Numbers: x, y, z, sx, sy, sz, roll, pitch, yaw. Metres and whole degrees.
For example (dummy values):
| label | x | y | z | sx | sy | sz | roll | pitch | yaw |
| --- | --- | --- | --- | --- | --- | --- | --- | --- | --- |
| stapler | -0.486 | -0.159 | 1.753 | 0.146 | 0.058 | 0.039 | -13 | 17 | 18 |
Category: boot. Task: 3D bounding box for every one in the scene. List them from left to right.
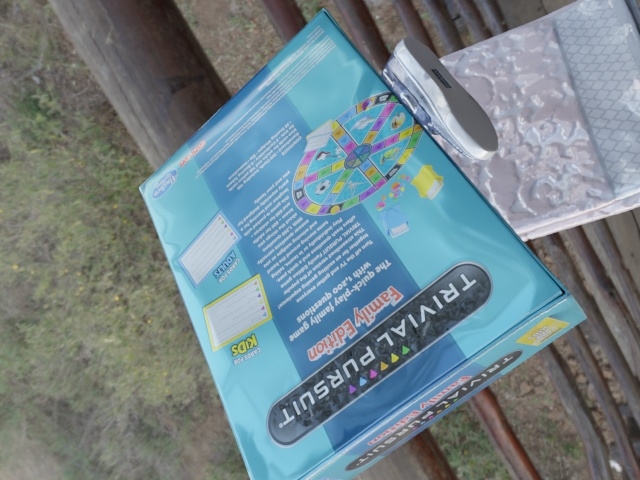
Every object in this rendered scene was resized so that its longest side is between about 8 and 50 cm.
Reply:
| label | x | y | z | sx | sy | sz | roll | pitch | yaw |
| --- | --- | --- | --- | --- | --- | --- | --- | --- | --- |
| boot | 0.133 | -0.150 | 0.682 | 0.086 | 0.069 | 0.189 | -53 | 54 | 42 |

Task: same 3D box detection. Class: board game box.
| label | x | y | z | sx | sy | sz | roll | pitch | yaw |
| --- | --- | --- | --- | --- | --- | --- | --- | --- | --- |
| board game box | 0.000 | 0.000 | 0.478 | 0.254 | 0.079 | 0.336 | -40 | 56 | 15 |

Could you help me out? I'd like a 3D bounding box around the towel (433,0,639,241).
| label | x | y | z | sx | sy | sz | roll | pitch | yaw |
| --- | --- | --- | --- | --- | --- | --- | --- | --- | --- |
| towel | 0.293 | -0.165 | 0.768 | 0.317 | 0.331 | 0.053 | -20 | 148 | 29 |
